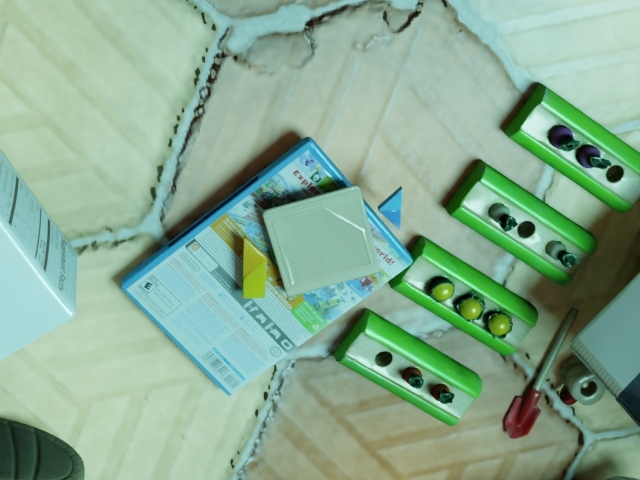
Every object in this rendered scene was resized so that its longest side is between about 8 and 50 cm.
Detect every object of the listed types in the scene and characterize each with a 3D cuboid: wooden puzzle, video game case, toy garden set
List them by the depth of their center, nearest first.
[{"bbox_3d":[0.000,0.000,0.843,0.116,0.014,0.079,-9,120,-2],"label":"wooden puzzle"},{"bbox_3d":[-0.037,0.021,0.864,0.166,0.015,0.119,-37,114,11],"label":"video game case"},{"bbox_3d":[0.164,0.045,0.896,0.204,0.049,0.244,31,104,-20],"label":"toy garden set"}]

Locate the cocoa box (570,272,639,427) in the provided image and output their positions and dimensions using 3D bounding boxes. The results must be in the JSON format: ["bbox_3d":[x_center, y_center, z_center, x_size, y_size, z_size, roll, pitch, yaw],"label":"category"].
[{"bbox_3d":[0.392,0.056,0.811,0.347,0.228,0.231,-47,133,11],"label":"cocoa box"}]

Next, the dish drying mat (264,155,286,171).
[{"bbox_3d":[-0.006,-0.023,0.860,0.032,0.008,0.083,-27,116,5],"label":"dish drying mat"}]

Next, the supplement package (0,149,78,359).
[{"bbox_3d":[-0.242,-0.014,0.770,0.105,0.105,0.179,-30,114,3],"label":"supplement package"}]

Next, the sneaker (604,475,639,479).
[{"bbox_3d":[0.157,0.337,0.950,0.182,0.127,0.316,-4,108,-34],"label":"sneaker"}]

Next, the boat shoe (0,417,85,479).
[{"bbox_3d":[-0.260,0.164,0.872,0.190,0.068,0.072,11,123,-2],"label":"boat shoe"}]
